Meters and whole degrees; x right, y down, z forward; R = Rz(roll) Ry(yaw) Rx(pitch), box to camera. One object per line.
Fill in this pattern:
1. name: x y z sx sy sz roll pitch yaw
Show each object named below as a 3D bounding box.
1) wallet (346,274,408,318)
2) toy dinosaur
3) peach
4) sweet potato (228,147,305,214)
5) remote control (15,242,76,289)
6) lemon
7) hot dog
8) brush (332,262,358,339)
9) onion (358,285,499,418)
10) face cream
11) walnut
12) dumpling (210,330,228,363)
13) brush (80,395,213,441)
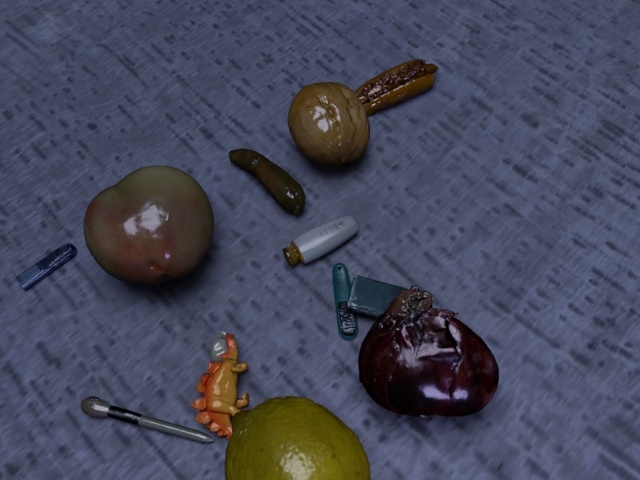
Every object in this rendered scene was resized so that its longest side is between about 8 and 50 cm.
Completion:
1. wallet: 0.125 0.131 1.636 0.129 0.026 0.088 15 60 -5
2. toy dinosaur: -0.205 0.329 1.535 0.117 0.070 0.288 0 67 -4
3. peach: -0.381 -0.030 1.675 0.292 0.247 0.292 -5 35 4
4. sweet potato: -0.129 -0.160 1.837 0.075 0.075 0.273 -39 60 -17
5. remote control: -0.653 0.057 1.784 0.152 0.027 0.043 -39 66 -15
6. lemon: -0.046 0.415 1.362 0.245 0.245 0.320 -41 56 -18
7. hot dog: 0.196 -0.412 1.954 0.249 0.076 0.102 -24 55 -8
8. brush: 0.052 0.127 1.656 0.043 0.032 0.193 -8 59 2
9. onion: 0.211 0.242 1.457 0.281 0.280 0.221 17 21 17
10. face cream: 0.000 0.000 1.730 0.182 0.051 0.072 -28 60 -12
11. walnut: 0.021 -0.281 1.830 0.195 0.195 0.221 -20 65 -6
12. dumpling: -0.209 0.237 1.613 0.059 0.043 0.077 13 54 -11
13. brush: -0.360 0.371 1.547 0.299 0.039 0.042 11 59 12
